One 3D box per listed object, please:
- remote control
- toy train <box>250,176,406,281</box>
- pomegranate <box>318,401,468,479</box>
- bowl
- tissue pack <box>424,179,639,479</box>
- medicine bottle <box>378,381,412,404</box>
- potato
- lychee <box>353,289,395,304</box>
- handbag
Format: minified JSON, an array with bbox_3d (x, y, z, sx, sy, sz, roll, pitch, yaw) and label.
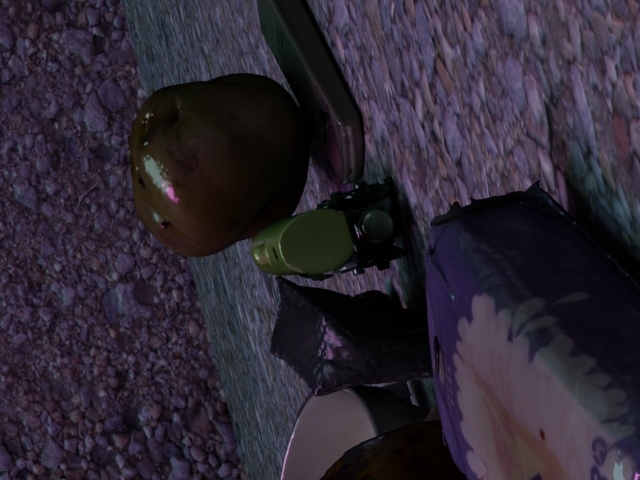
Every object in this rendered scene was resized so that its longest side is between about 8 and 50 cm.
[{"bbox_3d":[-0.011,-0.200,1.880,0.123,0.038,0.285,85,162,-52],"label":"remote control"},{"bbox_3d":[0.000,0.000,1.778,0.253,0.157,0.105,171,83,-79],"label":"toy train"},{"bbox_3d":[0.115,0.258,1.424,0.341,0.285,0.285,-78,-15,-51],"label":"pomegranate"},{"bbox_3d":[0.073,0.309,1.690,0.307,0.163,0.307,-172,90,-69],"label":"bowl"},{"bbox_3d":[0.194,0.144,1.124,0.344,0.125,0.242,-126,24,-54],"label":"tissue pack"},{"bbox_3d":[0.099,0.276,1.853,0.090,0.090,0.217,145,109,-78],"label":"medicine bottle"},{"bbox_3d":[-0.111,-0.102,1.933,0.351,0.202,0.218,-24,-42,-65],"label":"potato"},{"bbox_3d":[0.060,0.094,1.850,0.067,0.068,0.083,6,141,34],"label":"lychee"},{"bbox_3d":[0.049,0.101,1.664,0.270,0.175,0.089,-147,62,-70],"label":"handbag"}]
